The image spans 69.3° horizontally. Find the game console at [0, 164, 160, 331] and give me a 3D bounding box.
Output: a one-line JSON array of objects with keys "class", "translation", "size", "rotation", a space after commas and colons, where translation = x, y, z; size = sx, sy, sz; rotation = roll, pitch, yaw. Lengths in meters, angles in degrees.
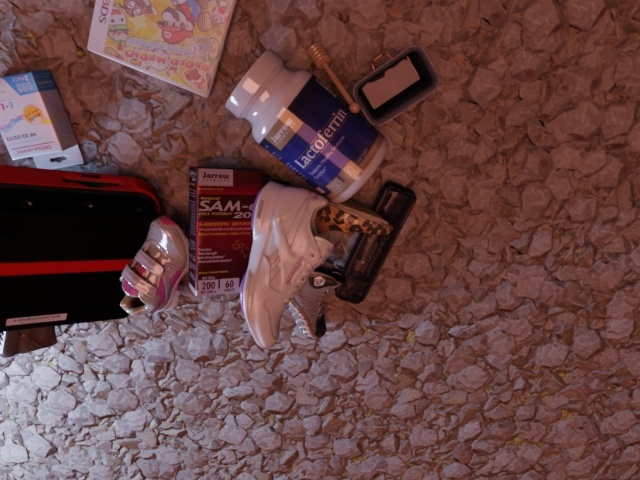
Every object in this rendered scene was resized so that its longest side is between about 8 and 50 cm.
[{"class": "game console", "translation": [-0.516, 0.027, 0.867], "size": [0.387, 0.060, 0.341], "rotation": [0, 125, -42]}]

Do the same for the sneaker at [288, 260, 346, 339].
[{"class": "sneaker", "translation": [0.001, 0.120, 0.970], "size": [0.132, 0.086, 0.228], "rotation": [-21, 131, 10]}]

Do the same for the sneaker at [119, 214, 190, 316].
[{"class": "sneaker", "translation": [-0.335, 0.066, 0.930], "size": [0.103, 0.111, 0.252], "rotation": [33, 123, 19]}]

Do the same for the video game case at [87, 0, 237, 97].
[{"class": "video game case", "translation": [-0.275, -0.391, 0.810], "size": [0.227, 0.026, 0.206], "rotation": [20, 113, -8]}]

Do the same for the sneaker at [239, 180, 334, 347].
[{"class": "sneaker", "translation": [-0.059, 0.051, 0.836], "size": [0.152, 0.114, 0.304], "rotation": [8, 95, 5]}]

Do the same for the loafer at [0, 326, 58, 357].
[{"class": "loafer", "translation": [-0.586, 0.083, 0.987], "size": [0.130, 0.134, 0.365], "rotation": [8, 117, -42]}]

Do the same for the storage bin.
[{"class": "storage bin", "translation": [0.123, -0.279, 0.814], "size": [0.135, 0.091, 0.098], "rotation": [-32, 109, 13]}]

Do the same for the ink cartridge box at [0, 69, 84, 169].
[{"class": "ink cartridge box", "translation": [-0.537, -0.217, 0.872], "size": [0.105, 0.061, 0.181], "rotation": [-9, 113, 5]}]

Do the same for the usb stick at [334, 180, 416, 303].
[{"class": "usb stick", "translation": [0.110, 0.010, 0.964], "size": [0.077, 0.045, 0.277], "rotation": [19, 112, -11]}]

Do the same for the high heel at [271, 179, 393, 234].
[{"class": "high heel", "translation": [0.000, 0.000, 0.931], "size": [0.262, 0.093, 0.186], "rotation": [18, 108, 10]}]

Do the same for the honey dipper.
[{"class": "honey dipper", "translation": [0.025, -0.278, 0.794], "size": [0.031, 0.030, 0.160], "rotation": [-36, 64, 15]}]

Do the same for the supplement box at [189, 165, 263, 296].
[{"class": "supplement box", "translation": [-0.182, -0.020, 0.890], "size": [0.131, 0.073, 0.239], "rotation": [-3, 100, -26]}]

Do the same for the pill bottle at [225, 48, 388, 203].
[{"class": "pill bottle", "translation": [-0.024, -0.199, 0.818], "size": [0.265, 0.153, 0.153], "rotation": [37, 109, -13]}]
